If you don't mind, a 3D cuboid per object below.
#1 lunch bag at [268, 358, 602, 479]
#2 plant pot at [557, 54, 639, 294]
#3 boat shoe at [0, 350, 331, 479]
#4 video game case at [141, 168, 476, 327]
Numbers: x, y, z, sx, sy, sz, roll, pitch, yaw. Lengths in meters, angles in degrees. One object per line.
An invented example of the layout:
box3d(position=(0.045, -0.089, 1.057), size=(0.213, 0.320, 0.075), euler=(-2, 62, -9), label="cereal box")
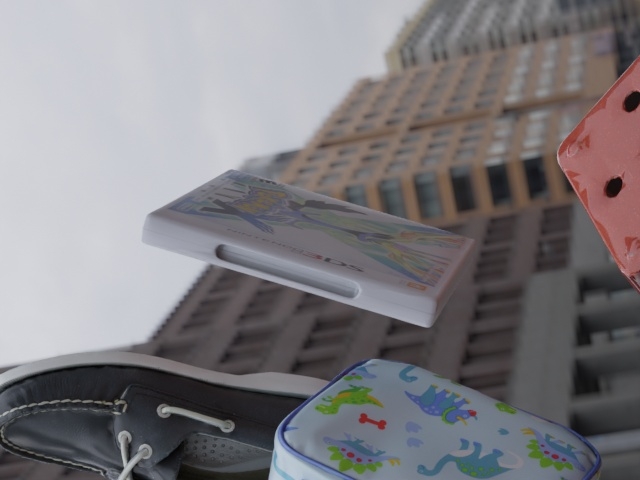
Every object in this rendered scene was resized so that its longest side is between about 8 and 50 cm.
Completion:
box3d(position=(0.079, 0.179, 1.247), size=(0.176, 0.219, 0.090), euler=(-36, -39, -54), label="lunch bag")
box3d(position=(0.369, -0.047, 1.487), size=(0.236, 0.267, 0.267), euler=(24, -151, -34), label="plant pot")
box3d(position=(-0.114, 0.156, 1.346), size=(0.114, 0.302, 0.091), euler=(101, 167, -48), label="boat shoe")
box3d(position=(0.000, 0.000, 1.798), size=(0.329, 0.300, 0.036), euler=(-41, -34, -75), label="video game case")
